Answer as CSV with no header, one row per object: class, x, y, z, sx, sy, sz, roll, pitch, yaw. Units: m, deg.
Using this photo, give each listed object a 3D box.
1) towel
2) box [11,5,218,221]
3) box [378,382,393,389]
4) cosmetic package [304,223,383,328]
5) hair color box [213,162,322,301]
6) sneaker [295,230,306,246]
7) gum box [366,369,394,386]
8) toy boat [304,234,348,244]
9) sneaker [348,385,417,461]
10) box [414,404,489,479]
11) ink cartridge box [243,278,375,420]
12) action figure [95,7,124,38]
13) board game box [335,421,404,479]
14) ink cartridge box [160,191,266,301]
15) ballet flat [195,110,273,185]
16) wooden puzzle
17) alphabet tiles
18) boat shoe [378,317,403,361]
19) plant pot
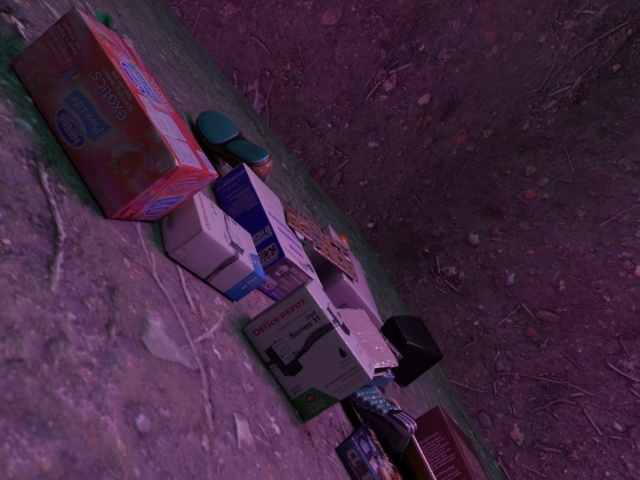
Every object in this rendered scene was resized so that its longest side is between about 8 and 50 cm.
towel,0.037,0.227,1.170,0.282,0.049,0.187,10,34,-40
box,-0.321,-0.189,0.832,0.299,0.142,0.154,56,9,6
box,0.161,0.375,1.591,0.179,0.043,0.105,53,8,-2
cosmetic package,0.041,0.126,1.511,0.197,0.155,0.365,50,10,-21
hair color box,-0.134,-0.014,1.281,0.185,0.110,0.338,46,11,-50
sneaker,-0.101,0.000,1.547,0.094,0.080,0.212,41,5,-11
gum box,0.067,0.268,1.236,0.185,0.041,0.157,14,31,-31
toy boat,0.030,0.038,1.776,0.231,0.151,0.151,48,12,-37
sneaker,0.109,0.396,1.170,0.083,0.098,0.224,11,11,-41
box,0.365,0.647,1.368,0.191,0.143,0.381,50,12,-24
ink cartridge box,-0.020,0.198,0.962,0.208,0.153,0.087,54,10,1
action figure,-0.469,-0.432,1.195,0.137,0.064,0.232,48,7,-45
board game box,0.129,0.489,1.019,0.243,0.042,0.165,57,10,15
ink cartridge box,-0.198,0.006,0.960,0.190,0.082,0.139,47,12,-47
ballet flat,-0.246,-0.250,1.475,0.342,0.116,0.124,38,-34,34
wooden puzzle,0.211,0.506,1.213,0.238,0.044,0.220,57,-14,35
alphabet tiles,0.000,0.000,1.390,0.237,0.009,0.198,37,16,-20
boat shoe,0.158,0.278,1.687,0.301,0.102,0.108,56,-1,3
plant pot,0.279,0.369,1.824,0.167,0.187,0.188,31,23,-40
